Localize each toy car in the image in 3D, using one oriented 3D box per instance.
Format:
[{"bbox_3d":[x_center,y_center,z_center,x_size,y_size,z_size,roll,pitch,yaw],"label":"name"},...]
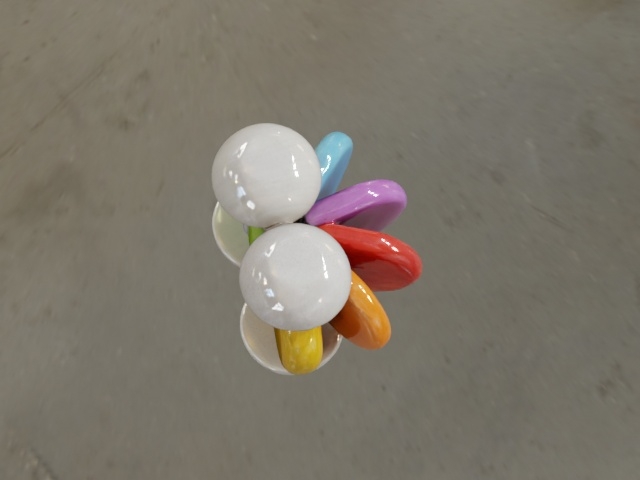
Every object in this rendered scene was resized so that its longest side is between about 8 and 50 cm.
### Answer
[{"bbox_3d":[0.000,0.000,1.226,0.136,0.159,0.182,-14,71,-7],"label":"toy car"}]
